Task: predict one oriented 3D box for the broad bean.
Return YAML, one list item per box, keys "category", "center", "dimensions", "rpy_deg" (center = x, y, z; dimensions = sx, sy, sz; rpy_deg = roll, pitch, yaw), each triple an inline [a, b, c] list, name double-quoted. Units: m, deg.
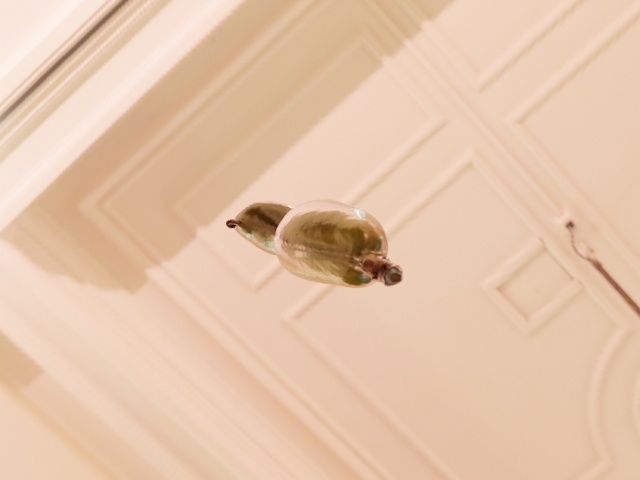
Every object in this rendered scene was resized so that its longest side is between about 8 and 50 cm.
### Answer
- category: "broad bean"
  center: [0.000, 0.000, 0.739]
  dimensions: [0.070, 0.213, 0.048]
  rpy_deg: [9, -89, -21]
